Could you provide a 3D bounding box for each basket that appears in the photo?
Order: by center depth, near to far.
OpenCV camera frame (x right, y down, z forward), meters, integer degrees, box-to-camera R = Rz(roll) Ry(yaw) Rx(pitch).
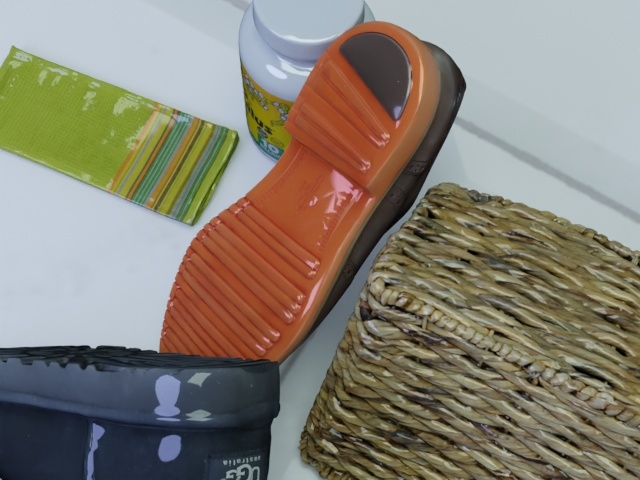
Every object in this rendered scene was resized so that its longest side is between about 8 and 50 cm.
[{"bbox_3d":[0.165,0.120,0.948,0.299,0.223,0.213,26,38,9],"label":"basket"}]

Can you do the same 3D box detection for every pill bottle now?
[{"bbox_3d":[-0.010,-0.150,0.987,0.117,0.208,0.118,0,69,-1],"label":"pill bottle"}]

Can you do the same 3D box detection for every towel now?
[{"bbox_3d":[-0.201,-0.099,1.065,0.237,0.021,0.102,22,69,8],"label":"towel"}]

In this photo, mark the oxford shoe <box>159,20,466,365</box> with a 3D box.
[{"bbox_3d":[0.000,0.000,0.937,0.130,0.132,0.364,46,111,26],"label":"oxford shoe"}]

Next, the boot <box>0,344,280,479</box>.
[{"bbox_3d":[-0.181,0.303,0.834,0.146,0.367,0.445,2,88,-43],"label":"boot"}]
